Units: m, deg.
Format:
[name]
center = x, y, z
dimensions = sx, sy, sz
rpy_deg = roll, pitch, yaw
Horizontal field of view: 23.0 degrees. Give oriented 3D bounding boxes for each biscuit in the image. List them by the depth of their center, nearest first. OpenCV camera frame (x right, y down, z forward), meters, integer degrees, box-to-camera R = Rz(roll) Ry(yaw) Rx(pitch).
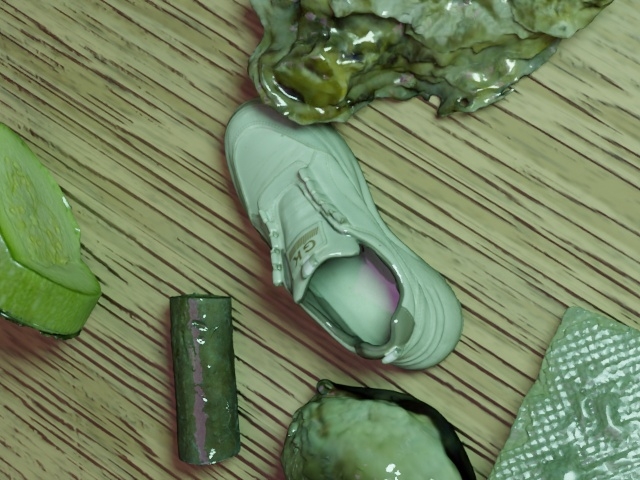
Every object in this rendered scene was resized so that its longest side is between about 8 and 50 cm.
[biscuit]
center = 0.238, 0.194, 1.407
dimensions = 0.150, 0.052, 0.252
rpy_deg = 25, 80, 17

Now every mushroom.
[mushroom]
center = 0.048, 0.311, 1.497
dimensions = 0.248, 0.130, 0.344
rpy_deg = 3, 95, 16

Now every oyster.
[oyster]
center = 0.101, -0.228, 1.435
dimensions = 0.351, 0.115, 0.237
rpy_deg = 0, 95, 21

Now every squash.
[squash]
center = -0.295, -0.001, 1.563
dimensions = 0.220, 0.220, 0.133
rpy_deg = 44, 98, 12

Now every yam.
[yam]
center = -0.117, 0.136, 1.579
dimensions = 0.068, 0.068, 0.169
rpy_deg = -3, 90, 21

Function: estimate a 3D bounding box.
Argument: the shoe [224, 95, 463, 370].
[shoe]
center = 0.000, 0.000, 1.473
dimensions = 0.124, 0.159, 0.316
rpy_deg = -45, 82, 20
